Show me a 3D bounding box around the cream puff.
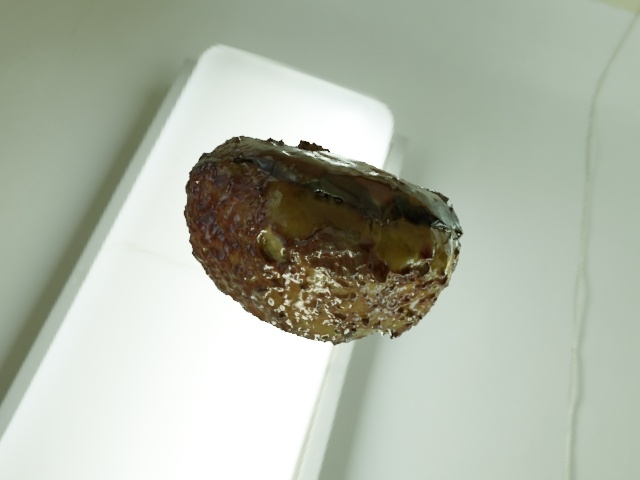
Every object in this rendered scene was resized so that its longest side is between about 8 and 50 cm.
[{"bbox_3d":[0.001,0.000,0.976,0.240,0.240,0.164,20,-93,-2],"label":"cream puff"}]
